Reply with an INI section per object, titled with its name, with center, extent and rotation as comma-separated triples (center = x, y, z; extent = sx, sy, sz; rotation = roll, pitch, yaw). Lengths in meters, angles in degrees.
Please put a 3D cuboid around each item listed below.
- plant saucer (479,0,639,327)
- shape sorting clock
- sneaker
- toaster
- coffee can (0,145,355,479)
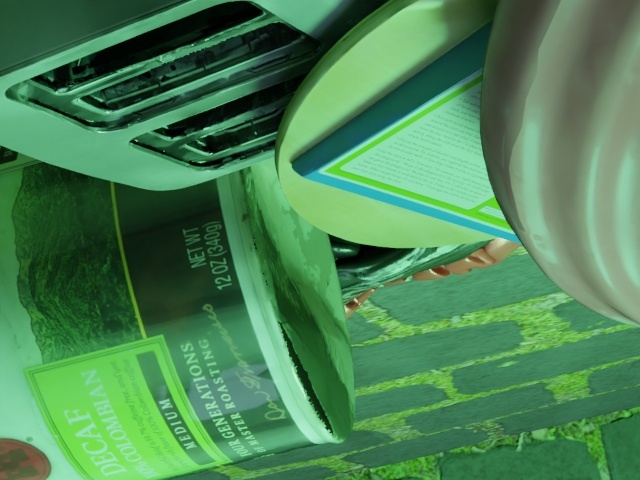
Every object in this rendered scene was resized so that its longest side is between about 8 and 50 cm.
[plant saucer]
center = 0.214, -0.074, 0.517
extent = 0.332, 0.084, 0.332
rotation = -19, 142, -15
[shape sorting clock]
center = 0.082, -0.055, 0.593
extent = 0.206, 0.040, 0.206
rotation = -11, 156, -5
[sneaker]
center = 0.000, -0.001, 1.012
extent = 0.276, 0.097, 0.135
rotation = -25, 161, 34
[toaster]
center = -0.049, -0.101, 0.583
extent = 0.186, 0.110, 0.168
rotation = -18, 163, 21
[coffee can]
center = -0.141, 0.038, 0.847
extent = 0.275, 0.201, 0.201
rotation = -15, 165, 10
